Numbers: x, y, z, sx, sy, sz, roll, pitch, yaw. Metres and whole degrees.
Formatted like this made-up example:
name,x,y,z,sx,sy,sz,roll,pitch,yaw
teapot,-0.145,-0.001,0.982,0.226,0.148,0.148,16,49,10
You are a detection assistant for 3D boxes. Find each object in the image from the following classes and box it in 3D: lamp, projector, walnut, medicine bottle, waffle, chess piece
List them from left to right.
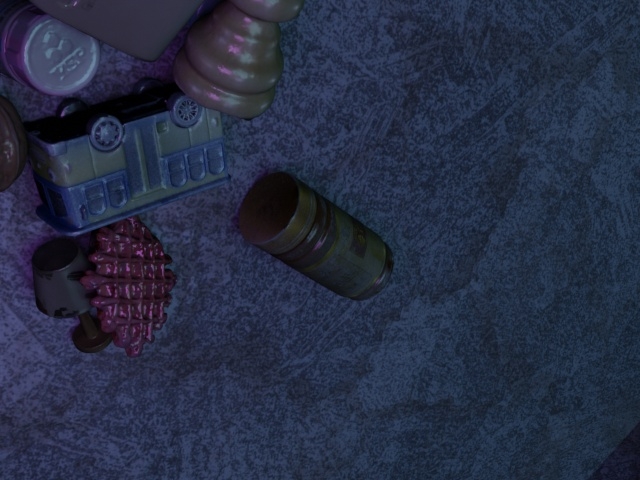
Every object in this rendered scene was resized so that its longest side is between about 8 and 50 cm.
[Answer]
name,x,y,z,sx,sy,sz,roll,pitch,yaw
walnut,-0.509,-0.144,1.466,0.140,0.140,0.162,-23,112,-30
medicine bottle,-0.416,-0.290,1.453,0.135,0.168,0.135,-18,120,-33
lamp,-0.419,0.099,1.664,0.121,0.121,0.214,-34,140,-23
projector,-0.274,-0.443,1.391,0.249,0.248,0.249,22,122,-42
waffle,-0.321,0.068,1.663,0.221,0.056,0.234,-68,144,-44
chess piece,-0.097,-0.369,1.515,0.182,0.182,0.330,-5,139,-38
medicine bottle,0.000,0.000,1.934,0.322,0.151,0.151,33,87,-43

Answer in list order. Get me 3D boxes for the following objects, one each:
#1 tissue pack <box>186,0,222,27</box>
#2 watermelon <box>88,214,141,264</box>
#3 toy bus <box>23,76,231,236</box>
name,x,y,z,sx,sy,sz,roll,pitch,yaw
tissue pack,-0.153,-0.493,1.633,0.177,0.089,0.263,-15,117,-32
watermelon,-0.345,0.033,1.738,0.119,0.063,0.245,-46,130,-41
toy bus,-0.318,-0.145,1.611,0.312,0.152,0.190,-22,122,-31
